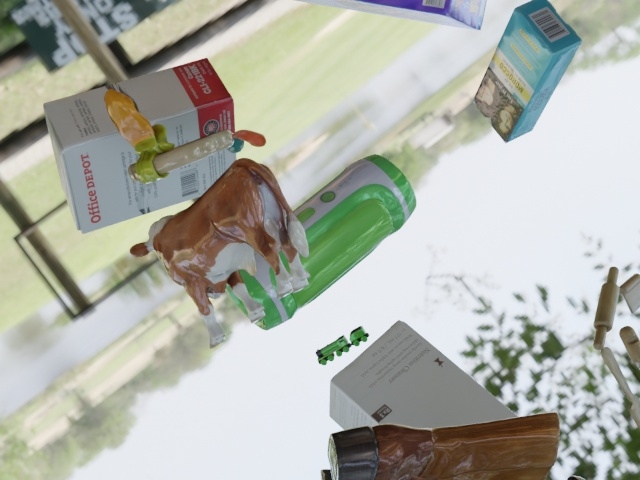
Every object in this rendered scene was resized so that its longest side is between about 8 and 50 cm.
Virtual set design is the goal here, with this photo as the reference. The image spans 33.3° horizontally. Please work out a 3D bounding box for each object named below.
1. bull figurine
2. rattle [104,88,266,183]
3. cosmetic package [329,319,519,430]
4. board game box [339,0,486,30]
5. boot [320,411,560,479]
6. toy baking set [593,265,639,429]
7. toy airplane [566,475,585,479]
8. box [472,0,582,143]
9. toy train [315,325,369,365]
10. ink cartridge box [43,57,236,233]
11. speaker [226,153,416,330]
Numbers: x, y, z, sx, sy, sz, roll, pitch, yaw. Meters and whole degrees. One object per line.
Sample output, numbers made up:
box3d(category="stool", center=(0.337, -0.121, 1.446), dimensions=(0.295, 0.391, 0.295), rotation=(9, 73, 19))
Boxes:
box3d(category="bull figurine", center=(-0.125, 0.016, 1.336), dimensions=(0.101, 0.188, 0.310), rotation=(-29, 174, -36))
box3d(category="rattle", center=(-0.192, -0.167, 1.524), dimensions=(0.200, 0.142, 0.130), rotation=(-26, 173, -21))
box3d(category="cosmetic package", center=(0.221, 0.364, 2.078), dimensions=(0.217, 0.385, 0.156), rotation=(-39, 150, -27))
box3d(category="board game box", center=(0.053, -0.383, 1.570), dimensions=(0.233, 0.347, 0.078), rotation=(-16, 117, -70))
box3d(category="boot", center=(0.144, 0.293, 1.354), dimensions=(0.280, 0.096, 0.264), rotation=(-5, 138, -9))
box3d(category="toy baking set", center=(0.509, 0.165, 1.710), dimensions=(0.030, 0.197, 0.256), rotation=(-33, -158, 48))
box3d(category="toy airplane", center=(0.249, 0.497, 1.679), dimensions=(0.386, 0.272, 0.384), rotation=(0, 169, 15))
box3d(category="box", center=(0.320, -0.265, 1.689), dimensions=(0.060, 0.100, 0.244), rotation=(-27, 159, -21))
box3d(category="toy train", center=(0.029, 0.144, 1.472), dimensions=(0.083, 0.023, 0.017), rotation=(-31, -169, 13))
box3d(category="ink cartridge box", center=(-0.278, -0.147, 1.683), dimensions=(0.273, 0.114, 0.197), rotation=(-20, 143, -18))
box3d(category="speaker", center=(0.000, 0.000, 1.580), dimensions=(0.296, 0.131, 0.131), rotation=(-39, -179, -17))
